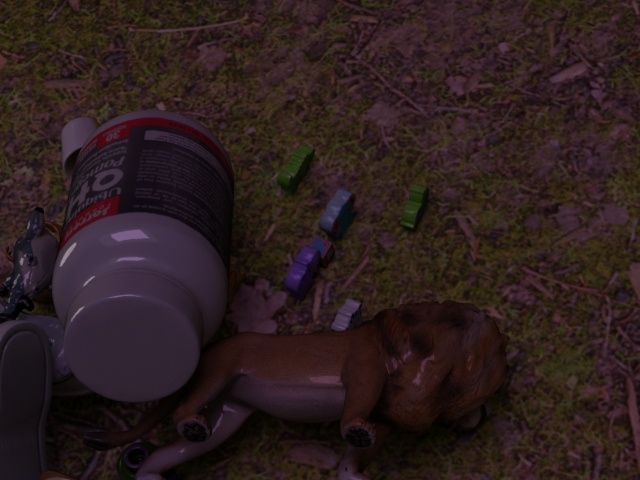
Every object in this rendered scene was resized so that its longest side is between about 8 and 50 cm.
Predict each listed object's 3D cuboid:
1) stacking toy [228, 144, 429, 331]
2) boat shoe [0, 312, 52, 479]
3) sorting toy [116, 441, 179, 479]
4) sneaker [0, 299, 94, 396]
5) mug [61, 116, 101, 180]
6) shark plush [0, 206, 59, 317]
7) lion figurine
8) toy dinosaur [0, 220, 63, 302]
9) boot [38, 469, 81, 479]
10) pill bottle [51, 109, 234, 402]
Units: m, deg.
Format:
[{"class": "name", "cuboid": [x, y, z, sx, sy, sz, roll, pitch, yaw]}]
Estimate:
[{"class": "stacking toy", "cuboid": [0.000, 0.000, 1.931, 0.167, 0.052, 0.221, 20, 63, 21]}, {"class": "boat shoe", "cuboid": [-0.331, 0.221, 1.778, 0.091, 0.114, 0.303, 10, 90, 39]}, {"class": "sorting toy", "cuboid": [-0.176, 0.240, 1.816, 0.061, 0.042, 0.102, -16, 57, 0]}, {"class": "sneaker", "cuboid": [-0.328, 0.118, 1.897, 0.258, 0.091, 0.094, 15, 65, 42]}, {"class": "mug", "cuboid": [-0.262, -0.104, 2.049, 0.062, 0.078, 0.064, -42, 44, 21]}, {"class": "shark plush", "cuboid": [-0.306, 0.043, 1.879, 0.067, 0.073, 0.161, -22, 43, 25]}, {"class": "lion figurine", "cuboid": [-0.018, 0.142, 1.775, 0.392, 0.142, 0.240, 4, 37, 14]}, {"class": "toy dinosaur", "cuboid": [-0.282, 0.043, 1.958, 0.211, 0.064, 0.112, 9, 72, 27]}, {"class": "boot", "cuboid": [-0.196, 0.360, 1.715, 0.262, 0.095, 0.203, 25, 73, 8]}, {"class": "pill bottle", "cuboid": [-0.178, 0.017, 1.816, 0.176, 0.176, 0.318, -9, 33, 5]}]
